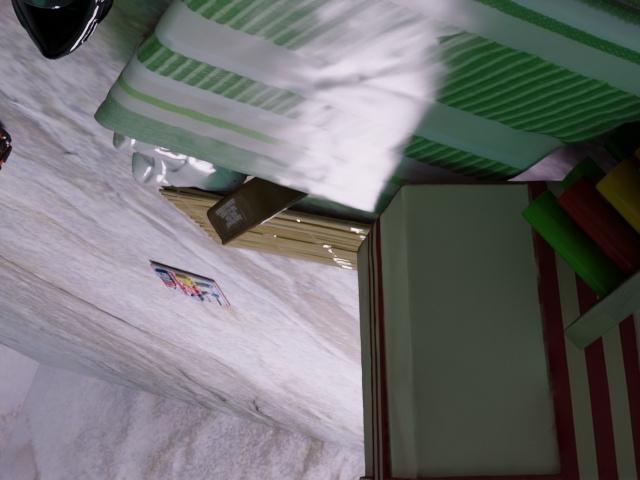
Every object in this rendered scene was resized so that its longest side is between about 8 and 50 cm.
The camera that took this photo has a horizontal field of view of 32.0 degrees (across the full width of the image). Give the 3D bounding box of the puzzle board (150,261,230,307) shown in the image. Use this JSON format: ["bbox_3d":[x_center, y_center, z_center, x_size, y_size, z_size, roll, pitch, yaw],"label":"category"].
[{"bbox_3d":[-0.185,0.067,1.597,0.096,0.011,0.128,17,164,11],"label":"puzzle board"}]

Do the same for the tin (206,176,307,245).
[{"bbox_3d":[-0.031,-0.043,0.893,0.040,0.106,0.189,54,157,-5],"label":"tin"}]

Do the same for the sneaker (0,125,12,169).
[{"bbox_3d":[-0.389,-0.120,1.102,0.087,0.083,0.221,21,163,13],"label":"sneaker"}]

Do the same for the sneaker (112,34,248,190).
[{"bbox_3d":[-0.092,-0.091,0.865,0.115,0.090,0.232,13,173,0],"label":"sneaker"}]

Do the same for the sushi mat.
[{"bbox_3d":[0.000,0.000,1.145,0.316,0.019,0.151,11,161,25],"label":"sushi mat"}]

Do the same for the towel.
[{"bbox_3d":[0.027,-0.089,0.624,0.248,0.038,0.325,16,162,-19],"label":"towel"}]

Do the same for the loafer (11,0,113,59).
[{"bbox_3d":[-0.151,-0.172,0.644,0.076,0.078,0.223,17,164,-4],"label":"loafer"}]

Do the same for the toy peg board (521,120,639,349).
[{"bbox_3d":[0.190,-0.041,0.581,0.079,0.161,0.161,48,158,10],"label":"toy peg board"}]

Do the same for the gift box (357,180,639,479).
[{"bbox_3d":[0.138,0.105,0.732,0.255,0.258,0.276,-2,170,-1],"label":"gift box"}]
